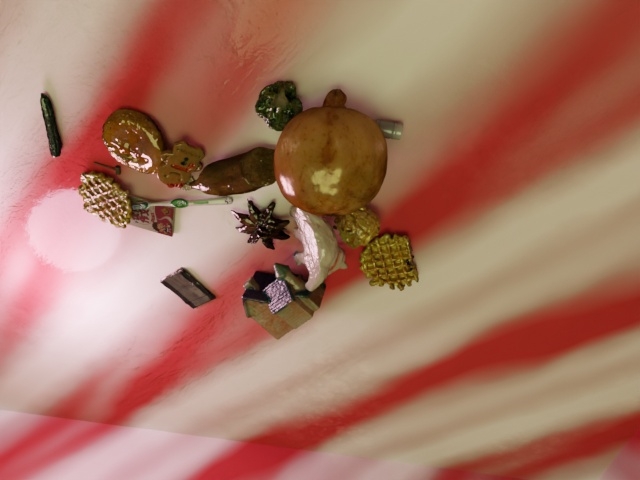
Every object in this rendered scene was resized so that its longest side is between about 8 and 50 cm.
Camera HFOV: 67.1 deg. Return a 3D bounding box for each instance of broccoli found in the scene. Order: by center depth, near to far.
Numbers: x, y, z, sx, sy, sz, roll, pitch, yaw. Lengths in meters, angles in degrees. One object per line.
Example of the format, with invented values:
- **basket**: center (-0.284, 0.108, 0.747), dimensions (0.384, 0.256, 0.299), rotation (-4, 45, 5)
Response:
- **broccoli**: center (-0.135, -0.449, 1.588), dimensions (0.146, 0.138, 0.162), rotation (43, 85, -11)

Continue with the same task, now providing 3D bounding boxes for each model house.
- **model house**: center (-0.177, 0.227, 2.091), dimensions (0.280, 0.245, 0.312), rotation (43, 123, -14)

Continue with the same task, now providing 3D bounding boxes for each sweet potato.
- **sweet potato**: center (-0.322, -0.240, 1.780), dimensions (0.369, 0.158, 0.158), rotation (-9, 128, 30)

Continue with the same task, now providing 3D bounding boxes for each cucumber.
- **cucumber**: center (-1.011, -0.429, 1.811), dimensions (0.044, 0.043, 0.257), rotation (9, 130, -4)

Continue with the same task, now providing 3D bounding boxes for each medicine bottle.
- **medicine bottle**: center (0.228, -0.373, 1.625), dimensions (0.091, 0.058, 0.058), rotation (10, 130, 2)

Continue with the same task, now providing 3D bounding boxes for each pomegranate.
- **pomegranate**: center (0.033, -0.282, 1.556), dimensions (0.409, 0.410, 0.410), rotation (5, 130, 6)

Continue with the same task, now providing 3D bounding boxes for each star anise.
- **star anise**: center (-0.246, -0.045, 1.954), dimensions (0.271, 0.103, 0.272), rotation (7, 131, 8)

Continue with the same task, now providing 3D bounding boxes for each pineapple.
- **pineapple**: center (-0.523, -0.220, 1.912), dimensions (0.083, 0.019, 0.045), rotation (-24, 118, 23)

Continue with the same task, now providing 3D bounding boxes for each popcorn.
- **popcorn**: center (0.140, -0.058, 1.855), dimensions (0.170, 0.180, 0.180), rotation (-1, 136, -27)

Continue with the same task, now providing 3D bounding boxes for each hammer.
- **hammer**: center (-0.846, -0.293, 1.913), dimensions (0.110, 0.019, 0.036), rotation (19, 130, 1)

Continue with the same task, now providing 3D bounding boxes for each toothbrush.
- **toothbrush**: center (-0.557, -0.153, 1.956), dimensions (0.417, 0.040, 0.042), rotation (-3, 109, 4)

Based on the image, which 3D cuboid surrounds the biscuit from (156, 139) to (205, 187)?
- **biscuit**: center (-0.531, -0.278, 1.811), dimensions (0.166, 0.036, 0.225), rotation (17, 132, -42)

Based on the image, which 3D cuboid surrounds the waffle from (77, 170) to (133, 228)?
- **waffle**: center (-0.883, -0.166, 1.986), dimensions (0.245, 0.052, 0.254), rotation (22, 129, 4)

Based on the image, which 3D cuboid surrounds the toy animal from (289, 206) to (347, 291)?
- **toy animal**: center (0.000, 0.000, 1.923), dimensions (0.188, 0.308, 0.266), rotation (-17, 157, -24)

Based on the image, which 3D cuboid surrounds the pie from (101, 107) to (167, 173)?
- **pie**: center (-0.686, -0.358, 1.796), dimensions (0.273, 0.069, 0.274), rotation (8, 129, 9)

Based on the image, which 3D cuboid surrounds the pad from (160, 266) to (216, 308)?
- **pad**: center (-0.635, 0.234, 2.307), dimensions (0.174, 0.022, 0.233), rotation (-25, 122, 27)

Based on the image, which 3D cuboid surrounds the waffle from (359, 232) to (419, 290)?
- **waffle**: center (0.298, 0.090, 1.996), dimensions (0.283, 0.065, 0.309), rotation (27, 132, -9)

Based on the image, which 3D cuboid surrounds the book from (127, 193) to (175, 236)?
- **book**: center (-0.732, -0.108, 2.040), dimensions (0.231, 0.022, 0.162), rotation (16, 129, -4)

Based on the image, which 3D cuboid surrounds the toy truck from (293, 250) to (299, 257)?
- **toy truck**: center (-0.045, 0.077, 2.050), dimensions (0.136, 0.063, 0.074), rotation (30, 148, -11)
